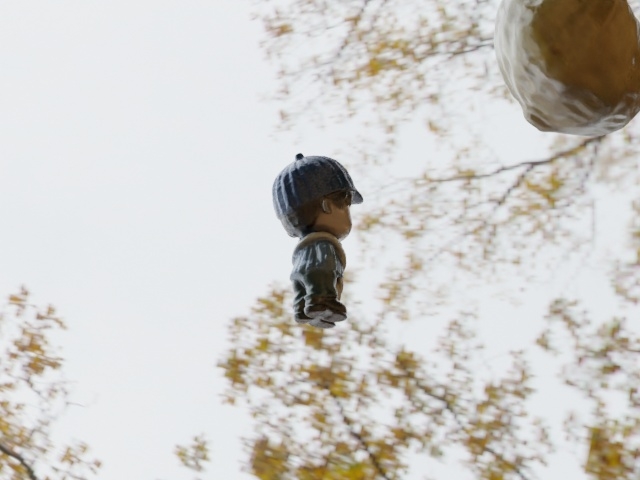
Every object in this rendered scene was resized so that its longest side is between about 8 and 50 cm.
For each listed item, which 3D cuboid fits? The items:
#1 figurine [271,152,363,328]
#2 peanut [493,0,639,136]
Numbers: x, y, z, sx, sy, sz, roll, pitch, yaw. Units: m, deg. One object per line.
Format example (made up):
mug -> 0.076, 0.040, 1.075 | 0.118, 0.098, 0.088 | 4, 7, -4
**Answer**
figurine -> -0.009, -0.001, 1.258 | 0.079, 0.077, 0.136 | 20, -115, -18
peanut -> 0.201, -0.150, 1.243 | 0.141, 0.159, 0.109 | 33, -107, 3
